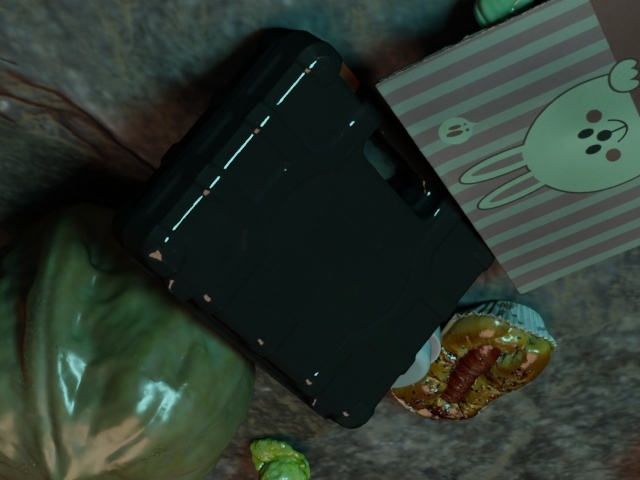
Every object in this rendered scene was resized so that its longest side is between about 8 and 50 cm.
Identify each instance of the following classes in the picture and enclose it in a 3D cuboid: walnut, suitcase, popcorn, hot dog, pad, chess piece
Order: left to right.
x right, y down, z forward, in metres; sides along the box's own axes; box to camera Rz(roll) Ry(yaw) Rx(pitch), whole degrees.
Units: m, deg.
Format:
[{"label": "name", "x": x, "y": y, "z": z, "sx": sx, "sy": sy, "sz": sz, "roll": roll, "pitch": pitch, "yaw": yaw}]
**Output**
[{"label": "walnut", "x": -0.182, "y": 0.097, "z": 1.089, "sx": 0.273, "sy": 0.273, "sz": 0.227, "roll": 14, "pitch": 137, "yaw": -12}, {"label": "popcorn", "x": -0.043, "y": 0.248, "z": 1.453, "sx": 0.059, "sy": 0.068, "sz": 0.083, "roll": -26, "pitch": 99, "yaw": 4}, {"label": "suitcase", "x": 0.000, "y": 0.000, "z": 1.007, "sx": 0.066, "sy": 0.206, "sz": 0.285, "roll": 31, "pitch": 169, "yaw": 49}, {"label": "hot dog", "x": 0.142, "y": 0.118, "z": 1.255, "sx": 0.108, "sy": 0.059, "sz": 0.191, "roll": 22, "pitch": 143, "yaw": -15}, {"label": "chess piece", "x": 0.142, "y": -0.173, "z": 0.877, "sx": 0.042, "sy": 0.042, "sz": 0.093, "roll": 23, "pitch": 133, "yaw": -23}, {"label": "pad", "x": 0.188, "y": -0.068, "z": 0.981, "sx": 0.202, "sy": 0.005, "sz": 0.300, "roll": -24, "pitch": 141, "yaw": 14}]

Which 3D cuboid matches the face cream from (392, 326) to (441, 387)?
[{"label": "face cream", "x": 0.060, "y": 0.073, "z": 1.168, "sx": 0.091, "sy": 0.095, "sz": 0.091, "roll": 4, "pitch": 144, "yaw": 3}]
